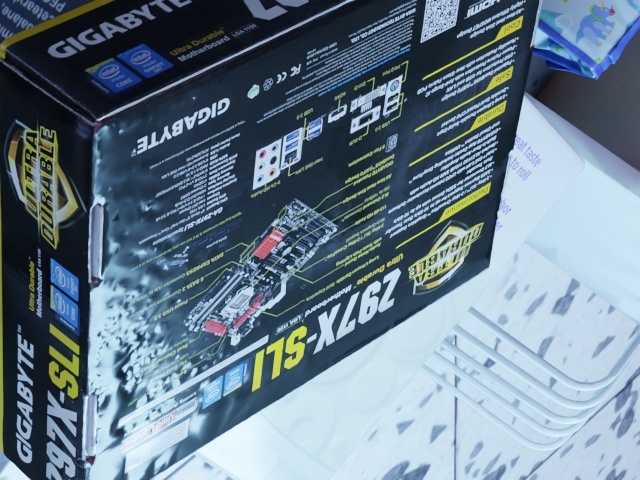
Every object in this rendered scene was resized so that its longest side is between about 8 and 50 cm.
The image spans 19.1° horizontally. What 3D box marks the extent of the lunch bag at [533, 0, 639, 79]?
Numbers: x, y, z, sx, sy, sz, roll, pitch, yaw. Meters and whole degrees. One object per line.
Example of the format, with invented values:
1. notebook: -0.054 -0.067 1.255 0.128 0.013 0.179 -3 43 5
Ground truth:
1. lunch bag: 0.191 -0.206 1.453 0.129 0.151 0.096 -51 150 -7

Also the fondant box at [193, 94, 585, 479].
1. fondant box: 0.000 0.000 1.289 0.330 0.096 0.238 -51 137 -1

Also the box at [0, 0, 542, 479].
1. box: -0.021 -0.035 0.979 0.322 0.079 0.257 -30 144 -35

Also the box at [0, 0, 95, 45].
1. box: -0.099 -0.142 1.047 0.395 0.212 0.293 -58 150 4

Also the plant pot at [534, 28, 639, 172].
1. plant pot: 0.324 -0.132 1.659 0.274 0.256 0.256 -63 152 -14

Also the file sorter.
1. file sorter: 0.182 0.042 1.553 0.173 0.193 0.278 -52 171 -13
